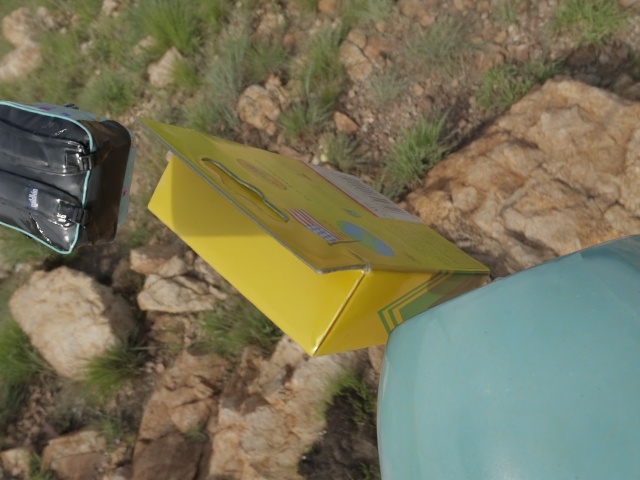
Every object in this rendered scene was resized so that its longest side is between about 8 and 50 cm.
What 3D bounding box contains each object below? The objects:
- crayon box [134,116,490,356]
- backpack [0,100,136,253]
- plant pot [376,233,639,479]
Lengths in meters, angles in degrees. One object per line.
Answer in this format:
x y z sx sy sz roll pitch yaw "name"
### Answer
0.000 0.000 0.540 0.202 0.319 0.081 39 106 29 "crayon box"
-0.329 -0.087 0.763 0.189 0.144 0.165 15 106 12 "backpack"
0.168 0.136 0.398 0.293 0.293 0.235 -24 76 15 "plant pot"
